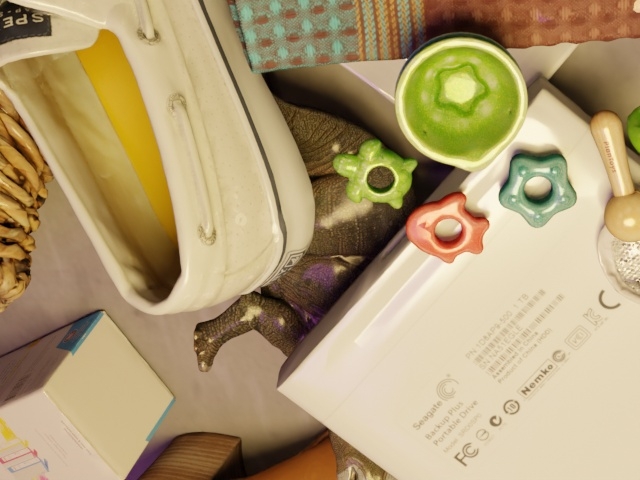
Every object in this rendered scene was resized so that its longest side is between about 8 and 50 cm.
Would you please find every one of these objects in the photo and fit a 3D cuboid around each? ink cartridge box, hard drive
[{"bbox_3d":[-0.196,0.130,1.261,0.143,0.092,0.090,-24,112,38],"label":"ink cartridge box"},{"bbox_3d":[0.184,0.102,1.017,0.353,0.047,0.233,38,107,-11],"label":"hard drive"}]

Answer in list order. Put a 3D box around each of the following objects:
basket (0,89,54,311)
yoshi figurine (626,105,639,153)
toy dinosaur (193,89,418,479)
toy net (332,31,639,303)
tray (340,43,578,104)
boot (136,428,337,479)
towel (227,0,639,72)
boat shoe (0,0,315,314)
[{"bbox_3d":[-0.310,-0.063,1.150,0.299,0.223,0.213,-15,150,40],"label":"basket"},{"bbox_3d":[0.274,-0.067,0.840,0.203,0.203,0.362,1,126,49],"label":"yoshi figurine"},{"bbox_3d":[0.000,0.000,1.077,0.160,0.121,0.313,-1,111,5],"label":"toy dinosaur"},{"bbox_3d":[0.128,-0.014,0.927,0.232,0.045,0.122,30,108,-9],"label":"toy net"},{"bbox_3d":[0.099,-0.172,0.936,0.145,0.030,0.270,35,131,-4],"label":"tray"},{"bbox_3d":[-0.035,0.218,1.164,0.283,0.220,0.109,2,125,24],"label":"boot"},{"bbox_3d":[0.055,-0.228,0.798,0.271,0.040,0.370,-4,136,11],"label":"towel"},{"bbox_3d":[-0.148,-0.122,0.945,0.136,0.156,0.367,-25,91,40],"label":"boat shoe"}]
